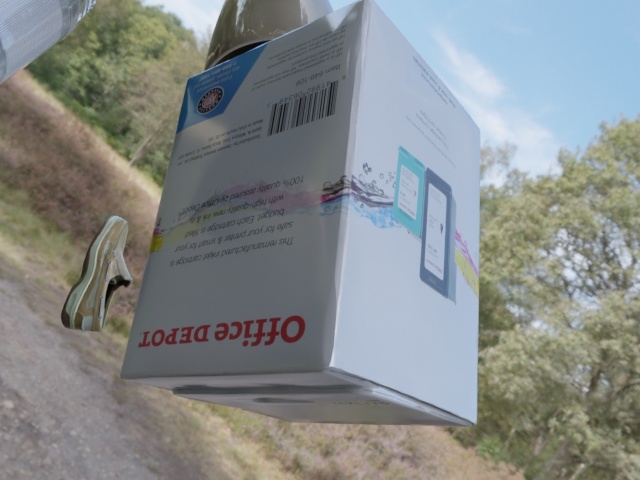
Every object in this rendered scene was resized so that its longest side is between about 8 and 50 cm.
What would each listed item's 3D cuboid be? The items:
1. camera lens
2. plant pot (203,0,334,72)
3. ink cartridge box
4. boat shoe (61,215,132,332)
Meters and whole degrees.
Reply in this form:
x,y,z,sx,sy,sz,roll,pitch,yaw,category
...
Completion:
x,y,z,sx,sy,sz,roll,pitch,yaw,category
-0.493,-0.360,0.911,0.220,0.274,0.219,18,-40,15,camera lens
-0.076,-0.362,1.081,0.256,0.257,0.273,44,36,-57,plant pot
0.000,0.000,0.508,0.198,0.269,0.197,-11,-29,36,ink cartridge box
-0.316,0.052,0.935,0.072,0.189,0.068,11,-27,3,boat shoe
